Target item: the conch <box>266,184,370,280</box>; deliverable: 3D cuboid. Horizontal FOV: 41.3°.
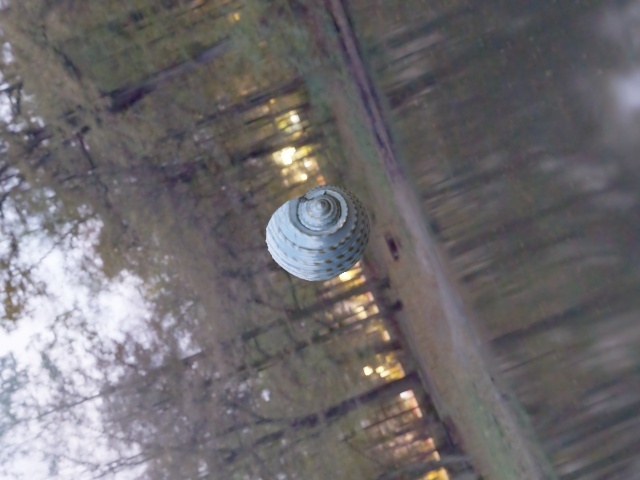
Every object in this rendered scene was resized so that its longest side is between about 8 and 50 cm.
[{"bbox_3d":[0.001,0.002,0.618,0.057,0.076,0.085,-115,5,-48],"label":"conch"}]
